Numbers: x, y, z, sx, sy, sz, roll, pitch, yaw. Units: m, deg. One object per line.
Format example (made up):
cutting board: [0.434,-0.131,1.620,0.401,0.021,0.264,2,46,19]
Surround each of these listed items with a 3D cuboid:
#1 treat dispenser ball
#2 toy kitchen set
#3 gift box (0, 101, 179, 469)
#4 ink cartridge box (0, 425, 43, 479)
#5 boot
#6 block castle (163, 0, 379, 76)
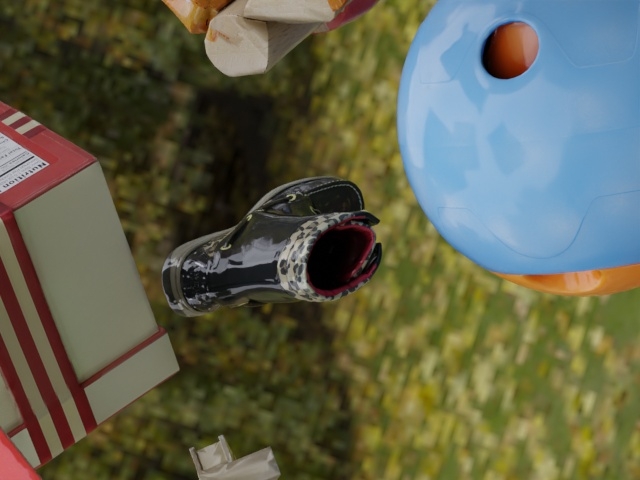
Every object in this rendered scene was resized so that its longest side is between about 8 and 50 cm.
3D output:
treat dispenser ball: [0.204,-0.100,1.535,0.288,0.288,0.288,-162,90,-87]
toy kitchen set: [-0.064,0.220,1.708,0.075,0.068,0.083,69,179,-52]
gift box: [-0.289,0.042,1.593,0.276,0.255,0.258,34,148,49]
ink cartridge box: [-0.324,0.139,1.114,0.261,0.296,0.066,-39,-1,19]
boot: [0.000,0.002,1.678,0.236,0.179,0.085,-28,-75,-42]
block castle: [-0.013,-0.360,1.318,0.213,0.303,0.453,-45,-8,-47]
